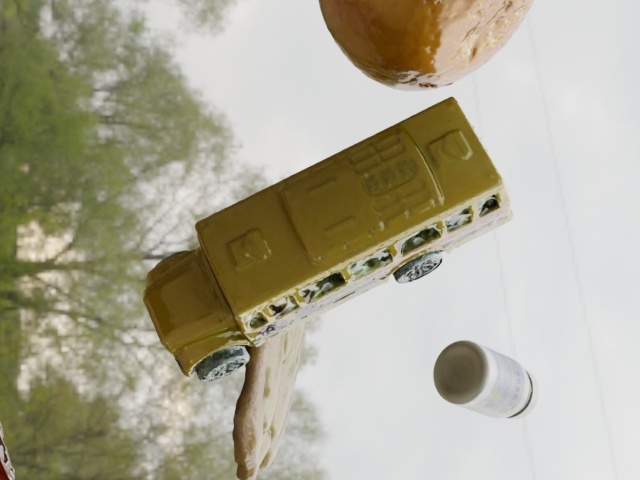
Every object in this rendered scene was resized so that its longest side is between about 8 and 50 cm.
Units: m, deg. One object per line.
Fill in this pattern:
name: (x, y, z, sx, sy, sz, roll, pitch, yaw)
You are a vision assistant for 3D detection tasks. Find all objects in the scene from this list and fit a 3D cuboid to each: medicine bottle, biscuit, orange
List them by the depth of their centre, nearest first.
orange: (0.097, -0.247, 0.932, 0.193, 0.219, 0.219, 42, -36, 7)
biscuit: (-0.053, 0.151, 1.177, 0.203, 0.041, 0.260, 63, 40, -66)
medicine bottle: (0.268, 0.227, 1.627, 0.102, 0.186, 0.103, -17, -118, 34)

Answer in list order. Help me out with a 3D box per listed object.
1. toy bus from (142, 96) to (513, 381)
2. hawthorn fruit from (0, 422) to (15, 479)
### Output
toy bus: (0.000, 0.000, 0.912, 0.121, 0.335, 0.123, 64, 0, 19)
hawthorn fruit: (-0.192, 0.098, 0.298, 0.162, 0.203, 0.163, -11, -105, 45)
